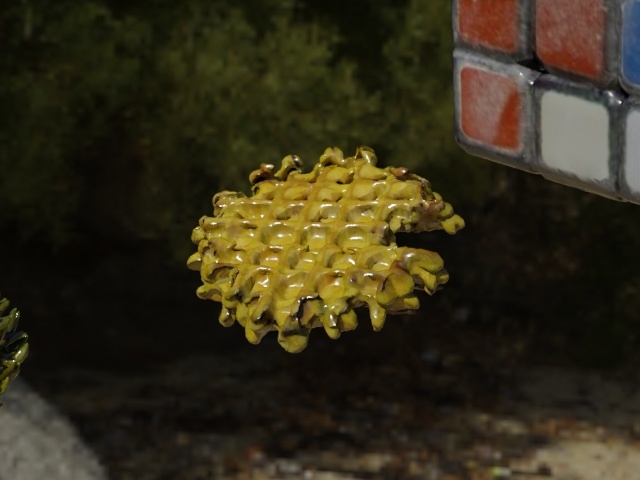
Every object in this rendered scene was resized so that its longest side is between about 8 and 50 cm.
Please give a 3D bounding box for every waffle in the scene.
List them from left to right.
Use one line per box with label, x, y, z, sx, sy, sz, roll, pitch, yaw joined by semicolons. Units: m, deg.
waffle;0.000;0.000;1.447;0.229;0.051;0.231;-30;43;-18

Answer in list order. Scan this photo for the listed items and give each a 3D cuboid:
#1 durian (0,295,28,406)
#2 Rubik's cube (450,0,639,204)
durian;-0.387;0.095;1.420;0.394;0.198;0.163;3;-15;35
Rubik's cube;0.256;-0.181;0.832;0.293;0.286;0.292;-24;30;-38
